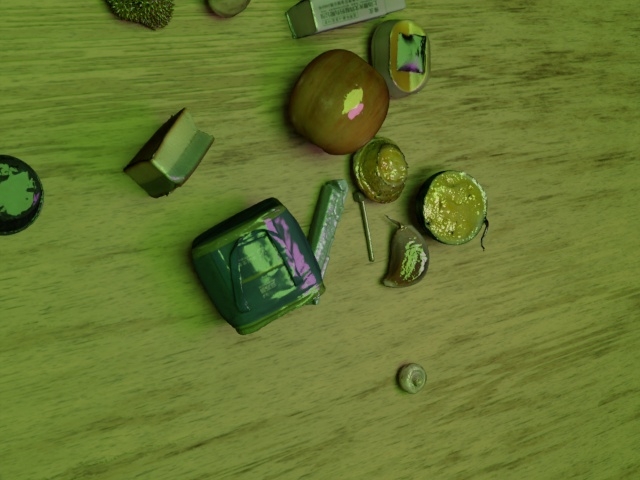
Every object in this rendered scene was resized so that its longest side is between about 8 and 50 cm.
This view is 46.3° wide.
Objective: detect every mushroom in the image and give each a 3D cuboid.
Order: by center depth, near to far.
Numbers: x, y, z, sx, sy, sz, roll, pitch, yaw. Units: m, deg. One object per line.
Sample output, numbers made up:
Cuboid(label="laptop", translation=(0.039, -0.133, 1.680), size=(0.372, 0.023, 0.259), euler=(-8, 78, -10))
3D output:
Cuboid(label="mushroom", translation=(0.255, 0.379, 2.053), size=(0.083, 0.067, 0.083), euler=(-5, 99, -30))

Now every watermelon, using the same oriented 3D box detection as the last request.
Cuboid(label="watermelon", translation=(0.352, -0.087, 2.073), size=(0.232, 0.127, 0.204), euler=(11, 84, -27))

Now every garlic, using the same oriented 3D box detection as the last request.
Cuboid(label="garlic", translation=(0.230, 0.030, 2.034), size=(0.128, 0.090, 0.198), euler=(1, 94, -16))

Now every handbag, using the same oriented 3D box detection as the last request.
Cuboid(label="handbag", translation=(-0.148, 0.057, 1.738), size=(0.263, 0.222, 0.241), euler=(-30, 102, -7))

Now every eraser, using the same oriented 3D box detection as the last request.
Cuboid(label="eraser", translation=(0.067, -0.593, 1.920), size=(0.287, 0.130, 0.086), euler=(-23, 103, -28))

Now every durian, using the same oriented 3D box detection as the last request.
Cuboid(label="durian", translation=(-0.419, -0.561, 1.670), size=(0.208, 0.102, 0.146), euler=(6, 93, -25))

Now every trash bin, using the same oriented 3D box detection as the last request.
Cuboid(label="trash bin", translation=(-0.640, -0.098, 1.511), size=(0.175, 0.161, 0.175), euler=(1, 88, -27))

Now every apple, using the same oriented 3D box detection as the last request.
Cuboid(label="apple", translation=(0.044, -0.334, 1.863), size=(0.242, 0.242, 0.241), euler=(40, 85, -23))

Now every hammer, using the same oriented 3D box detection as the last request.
Cuboid(label="hammer", translation=(0.131, -0.040, 2.016), size=(0.060, 0.028, 0.195), euler=(-16, 100, -35))

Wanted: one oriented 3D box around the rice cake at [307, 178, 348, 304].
Cuboid(label="rice cake", translation=(0.000, 0.000, 1.916), size=(0.063, 0.066, 0.336), euler=(21, 81, -36))

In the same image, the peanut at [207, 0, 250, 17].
Cuboid(label="peanut", translation=(-0.184, -0.678, 1.782), size=(0.149, 0.149, 0.313), euler=(29, 79, -26))

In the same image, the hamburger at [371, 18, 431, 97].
Cuboid(label="hamburger", translation=(0.219, -0.490, 2.017), size=(0.173, 0.116, 0.210), euler=(-5, 96, -21))

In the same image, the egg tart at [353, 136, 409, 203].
Cuboid(label="egg tart", translation=(0.171, -0.191, 1.994), size=(0.191, 0.074, 0.191), euler=(5, 81, -35))

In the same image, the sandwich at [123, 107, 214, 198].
Cuboid(label="sandwich", translation=(-0.320, -0.198, 1.652), size=(0.108, 0.220, 0.186), euler=(44, 71, -20))
